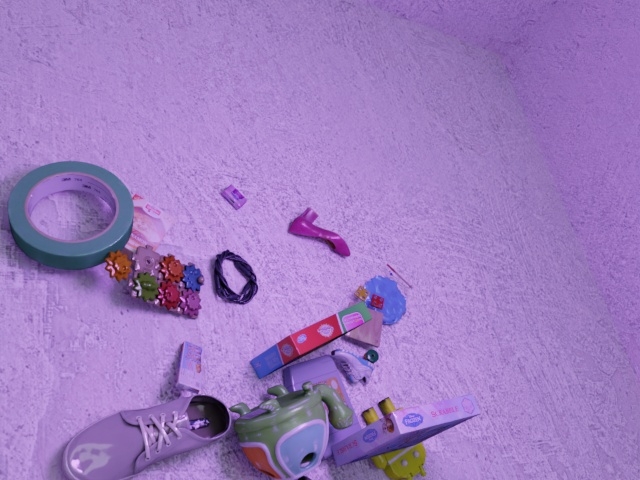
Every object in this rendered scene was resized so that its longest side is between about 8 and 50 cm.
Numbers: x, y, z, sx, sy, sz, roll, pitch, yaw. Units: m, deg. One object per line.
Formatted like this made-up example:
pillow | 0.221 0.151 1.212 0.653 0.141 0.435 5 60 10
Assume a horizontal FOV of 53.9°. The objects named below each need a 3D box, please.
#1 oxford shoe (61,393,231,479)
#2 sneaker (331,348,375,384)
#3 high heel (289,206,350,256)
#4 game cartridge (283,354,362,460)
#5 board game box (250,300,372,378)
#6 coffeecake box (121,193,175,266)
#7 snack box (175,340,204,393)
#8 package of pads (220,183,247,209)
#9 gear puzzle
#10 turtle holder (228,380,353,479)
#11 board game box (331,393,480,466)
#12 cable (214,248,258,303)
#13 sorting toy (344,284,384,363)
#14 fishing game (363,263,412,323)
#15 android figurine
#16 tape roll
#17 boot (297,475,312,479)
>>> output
oxford shoe | -0.417 0.486 1.590 0.449 0.130 0.169 -6 67 -38
sneaker | 0.104 0.416 2.056 0.191 0.071 0.083 34 58 -31
high heel | 0.000 0.000 2.276 0.244 0.082 0.117 46 72 -20
game cartridge | 0.003 0.512 1.941 0.198 0.062 0.297 -7 66 -44
board game box | -0.027 0.302 1.924 0.317 0.242 0.064 -19 76 -42
coffeecake box | -0.541 -0.026 1.875 0.142 0.068 0.185 33 47 -13
snack box | -0.359 0.348 1.743 0.064 0.022 0.178 25 24 -19
package of pads | -0.296 -0.150 2.165 0.083 0.032 0.050 44 47 -4
gear puzzle | -0.460 0.099 1.789 0.339 0.044 0.175 29 52 -44
turtle holder | -0.081 0.523 1.760 0.320 0.243 0.227 -13 82 -60
board game box | 0.245 0.552 1.833 0.318 0.318 0.066 0 59 -37
cable | -0.269 0.110 2.004 0.151 0.047 0.184 6 58 -34
sorting toy | 0.145 0.290 2.186 0.132 0.046 0.274 21 54 -14
fishing game | 0.234 0.219 2.316 0.189 0.041 0.264 42 54 -5
android figurine | 0.245 0.649 2.030 0.248 0.056 0.272 -15 70 -42
tape roll | -0.683 -0.074 1.739 0.321 0.077 0.321 9 55 -13
boot | 0.032 0.790 1.751 0.229 0.091 0.263 26 47 -20
